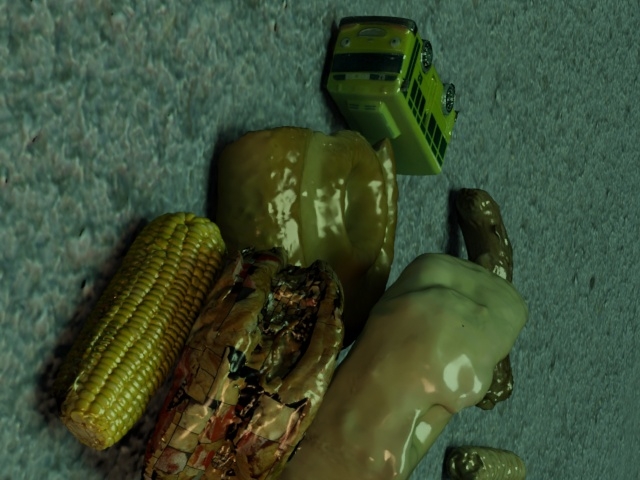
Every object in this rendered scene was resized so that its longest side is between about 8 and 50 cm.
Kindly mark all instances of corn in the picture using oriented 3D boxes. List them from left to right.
[{"bbox_3d":[-0.128,0.060,0.982,0.072,0.072,0.203,70,34,-42],"label":"corn"}]

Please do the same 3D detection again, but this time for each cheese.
[{"bbox_3d":[0.054,0.156,1.191,0.326,0.115,0.318,-57,175,-10],"label":"cheese"}]

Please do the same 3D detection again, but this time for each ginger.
[{"bbox_3d":[0.212,0.072,1.702,0.122,0.084,0.290,-37,126,-50],"label":"ginger"}]

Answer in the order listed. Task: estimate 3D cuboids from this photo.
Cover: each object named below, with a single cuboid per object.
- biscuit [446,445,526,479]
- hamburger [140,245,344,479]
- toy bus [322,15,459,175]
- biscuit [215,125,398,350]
[{"bbox_3d":[0.223,0.301,1.795,0.055,0.061,0.219,-42,155,13],"label":"biscuit"},{"bbox_3d":[-0.055,0.109,1.028,0.231,0.107,0.231,-159,-90,-89],"label":"hamburger"},{"bbox_3d":[0.073,-0.142,1.364,0.175,0.088,0.101,53,48,-57],"label":"toy bus"},{"bbox_3d":[0.001,0.000,1.231,0.274,0.091,0.213,-16,106,-66],"label":"biscuit"}]
